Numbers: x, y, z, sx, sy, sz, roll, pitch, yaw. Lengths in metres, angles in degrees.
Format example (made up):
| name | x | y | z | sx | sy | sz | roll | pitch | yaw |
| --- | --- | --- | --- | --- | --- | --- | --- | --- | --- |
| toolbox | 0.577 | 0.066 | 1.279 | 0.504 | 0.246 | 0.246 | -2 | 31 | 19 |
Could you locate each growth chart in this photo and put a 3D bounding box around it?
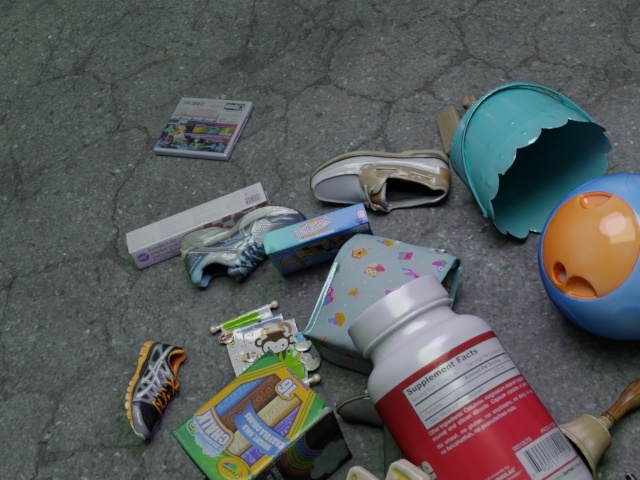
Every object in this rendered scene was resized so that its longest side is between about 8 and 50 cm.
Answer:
| name | x | y | z | sx | sy | sz | roll | pitch | yaw |
| --- | --- | --- | --- | --- | --- | --- | --- | --- | --- |
| growth chart | -0.105 | 0.218 | 1.803 | 0.172 | 0.021 | 0.237 | -27 | 48 | -5 |

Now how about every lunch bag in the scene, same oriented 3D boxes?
| name | x | y | z | sx | sy | sz | roll | pitch | yaw |
| --- | --- | --- | --- | --- | --- | --- | --- | --- | --- |
| lunch bag | 0.123 | 0.117 | 1.728 | 0.223 | 0.160 | 0.262 | 13 | 63 | 27 |

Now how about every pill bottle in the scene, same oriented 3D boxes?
| name | x | y | z | sx | sy | sz | roll | pitch | yaw |
| --- | --- | --- | --- | --- | --- | --- | --- | --- | --- |
| pill bottle | 0.220 | 0.267 | 1.446 | 0.229 | 0.229 | 0.407 | -30 | 73 | -7 |

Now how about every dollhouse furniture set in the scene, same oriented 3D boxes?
| name | x | y | z | sx | sy | sz | roll | pitch | yaw |
| --- | --- | --- | --- | --- | --- | --- | --- | --- | --- |
| dollhouse furniture set | 0.362 | -0.239 | 2.021 | 0.151 | 0.123 | 0.144 | -39 | 41 | 32 |

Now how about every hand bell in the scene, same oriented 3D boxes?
| name | x | y | z | sx | sy | sz | roll | pitch | yaw |
| --- | --- | --- | --- | --- | --- | --- | --- | --- | --- |
| hand bell | 0.482 | 0.294 | 1.529 | 0.242 | 0.126 | 0.126 | -31 | 49 | -25 |

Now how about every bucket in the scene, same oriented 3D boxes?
| name | x | y | z | sx | sy | sz | roll | pitch | yaw |
| --- | --- | --- | --- | --- | --- | --- | --- | --- | --- |
| bucket | 0.400 | -0.165 | 1.803 | 0.281 | 0.281 | 0.183 | -31 | 47 | -8 |

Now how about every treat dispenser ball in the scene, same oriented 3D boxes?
| name | x | y | z | sx | sy | sz | roll | pitch | yaw |
| --- | --- | --- | --- | --- | --- | --- | --- | --- | --- |
| treat dispenser ball | 0.521 | 0.028 | 1.586 | 0.288 | 0.288 | 0.288 | -9 | 51 | 11 |

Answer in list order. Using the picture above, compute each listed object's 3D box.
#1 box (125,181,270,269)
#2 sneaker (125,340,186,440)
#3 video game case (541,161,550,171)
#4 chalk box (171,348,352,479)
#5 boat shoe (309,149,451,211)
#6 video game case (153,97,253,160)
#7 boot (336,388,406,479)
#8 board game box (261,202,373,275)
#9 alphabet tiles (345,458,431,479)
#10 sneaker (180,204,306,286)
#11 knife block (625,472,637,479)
| name | x | y | z | sx | sy | sz | roll | pitch | yaw |
| --- | --- | --- | --- | --- | --- | --- | --- | --- | --- |
| box | -0.265 | -0.033 | 2.028 | 0.324 | 0.063 | 0.067 | -22 | 48 | 0 |
| sneaker | -0.318 | 0.284 | 1.781 | 0.083 | 0.084 | 0.214 | -2 | 51 | 10 |
| video game case | 0.525 | -0.184 | 1.937 | 0.122 | 0.011 | 0.087 | -5 | 51 | 14 |
| chalk box | -0.121 | 0.370 | 1.586 | 0.289 | 0.180 | 0.179 | -38 | 51 | -15 |
| boat shoe | 0.123 | -0.121 | 1.945 | 0.302 | 0.113 | 0.103 | -9 | 45 | 10 |
| video game case | -0.285 | -0.275 | 2.256 | 0.201 | 0.023 | 0.183 | 7 | 55 | 21 |
| boot | 0.118 | 0.358 | 1.592 | 0.190 | 0.076 | 0.208 | -17 | 57 | 22 |
| board game box | 0.000 | 0.000 | 1.854 | 0.210 | 0.160 | 0.047 | -18 | 71 | 2 |
| alphabet tiles | 0.126 | 0.480 | 1.392 | 0.278 | 0.284 | 0.021 | 30 | 24 | 34 |
| sneaker | -0.154 | 0.022 | 1.938 | 0.283 | 0.110 | 0.122 | -20 | 57 | 12 |
| knife block | 0.571 | 0.450 | 1.356 | 0.276 | 0.088 | 0.242 | 16 | 59 | 28 |
